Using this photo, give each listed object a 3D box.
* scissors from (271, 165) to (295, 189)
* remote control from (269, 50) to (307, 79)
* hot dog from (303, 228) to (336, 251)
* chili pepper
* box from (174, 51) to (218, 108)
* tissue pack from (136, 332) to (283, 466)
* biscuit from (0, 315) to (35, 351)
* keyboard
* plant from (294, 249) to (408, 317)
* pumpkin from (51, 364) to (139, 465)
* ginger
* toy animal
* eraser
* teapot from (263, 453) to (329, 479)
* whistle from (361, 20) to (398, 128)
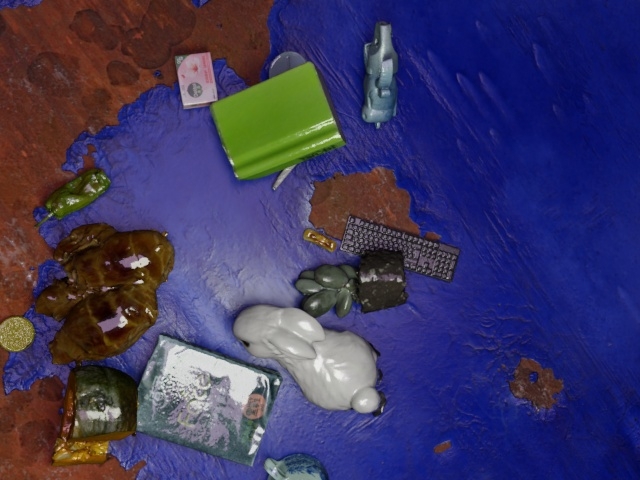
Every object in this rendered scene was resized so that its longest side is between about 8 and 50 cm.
[{"bbox_3d":[-0.057,-0.211,1.749,0.110,0.021,0.212,36,83,1],"label":"scissors"},{"bbox_3d":[-0.073,-0.343,1.724,0.104,0.052,0.248,-2,84,13],"label":"remote control"},{"bbox_3d":[0.000,0.000,1.744,0.090,0.034,0.030,26,84,-9],"label":"hot dog"},{"bbox_3d":[-0.589,-0.097,1.627,0.204,0.073,0.072,-37,76,-21],"label":"chili pepper"},{"bbox_3d":[-0.303,-0.390,1.704,0.089,0.043,0.125,-11,89,-10],"label":"box"},{"bbox_3d":[-0.272,0.374,1.643,0.315,0.103,0.228,21,83,-9],"label":"tissue pack"},{"bbox_3d":[-0.705,0.217,1.614,0.083,0.023,0.084,1,87,-10],"label":"biscuit"},{"bbox_3d":[0.207,0.020,1.787,0.309,0.018,0.101,17,85,-9],"label":"keyboard"},{"bbox_3d":[0.077,0.109,1.699,0.274,0.146,0.149,-11,114,2],"label":"plant"},{"bbox_3d":[-0.494,0.414,1.524,0.139,0.190,0.281,6,104,-30],"label":"pumpkin"},{"bbox_3d":[-0.498,0.120,1.591,0.274,0.152,0.358,18,83,-9],"label":"ginger"},{"bbox_3d":[-0.028,0.261,1.605,0.357,0.257,0.194,33,80,-27],"label":"toy animal"},{"bbox_3d":[-0.101,-0.276,1.654,0.274,0.092,0.210,-22,83,12],"label":"eraser"},{"bbox_3d":[-0.048,0.596,1.651,0.232,0.159,0.159,45,81,-5],"label":"teapot"},{"bbox_3d":[0.147,-0.404,1.724,0.093,0.180,0.269,-7,120,-8],"label":"whistle"}]
